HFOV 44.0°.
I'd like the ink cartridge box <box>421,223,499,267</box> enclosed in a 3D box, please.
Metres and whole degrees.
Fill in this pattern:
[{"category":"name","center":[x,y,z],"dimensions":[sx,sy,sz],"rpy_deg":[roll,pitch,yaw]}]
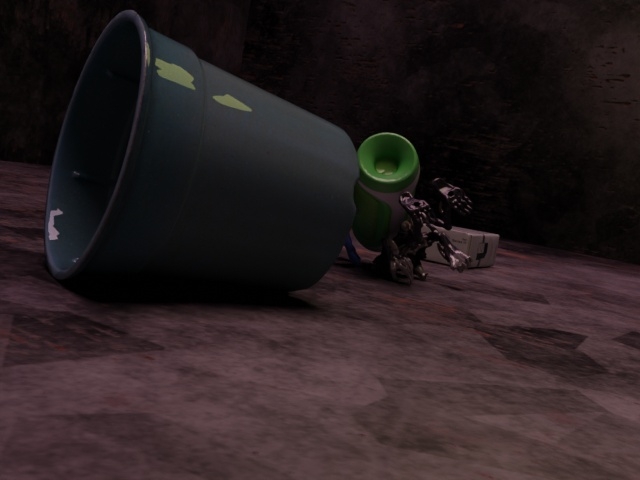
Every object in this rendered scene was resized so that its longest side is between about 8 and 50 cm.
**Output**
[{"category":"ink cartridge box","center":[0.337,0.012,1.974],"dimensions":[0.153,0.087,0.208],"rpy_deg":[13,6,31]}]

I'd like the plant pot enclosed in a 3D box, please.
[{"category":"plant pot","center":[-0.152,-0.082,1.062],"dimensions":[0.334,0.341,0.341],"rpy_deg":[15,1,-32]}]

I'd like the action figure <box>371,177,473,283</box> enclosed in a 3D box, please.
[{"category":"action figure","center":[0.188,0.012,1.470],"dimensions":[0.164,0.141,0.276],"rpy_deg":[-19,-27,-15]}]

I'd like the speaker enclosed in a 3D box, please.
[{"category":"speaker","center":[0.121,-0.085,1.537],"dimensions":[0.131,0.131,0.296],"rpy_deg":[10,-24,6]}]

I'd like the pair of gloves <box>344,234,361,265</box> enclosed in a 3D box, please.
[{"category":"pair of gloves","center":[0.050,-0.027,1.624],"dimensions":[0.023,0.159,0.198],"rpy_deg":[-19,4,4]}]
